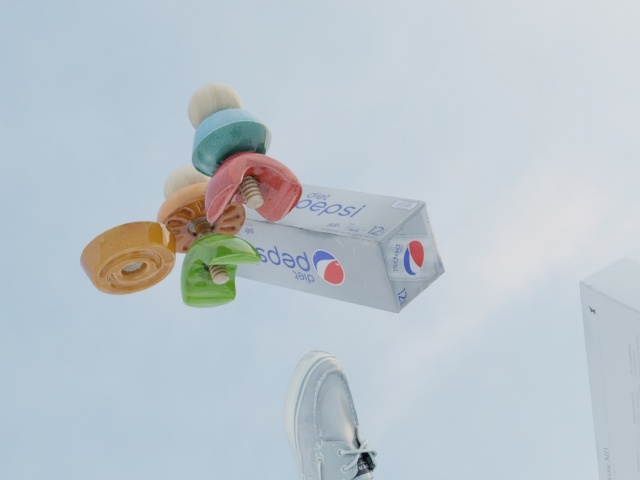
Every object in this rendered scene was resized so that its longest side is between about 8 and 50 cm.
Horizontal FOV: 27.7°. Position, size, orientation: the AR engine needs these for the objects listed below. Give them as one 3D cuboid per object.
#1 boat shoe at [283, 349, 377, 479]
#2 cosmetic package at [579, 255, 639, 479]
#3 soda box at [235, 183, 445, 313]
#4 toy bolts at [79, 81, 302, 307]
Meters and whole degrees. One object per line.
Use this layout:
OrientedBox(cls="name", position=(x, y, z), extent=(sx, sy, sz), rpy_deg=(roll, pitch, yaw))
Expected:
OrientedBox(cls="boat shoe", position=(0.022, 0.219, 1.255), extent=(0.079, 0.081, 0.227), rpy_deg=(-17, -72, -41))
OrientedBox(cls="cosmetic package", position=(0.473, 0.240, 1.662), extent=(0.097, 0.284, 0.377), rpy_deg=(-27, -58, -25))
OrientedBox(cls="soda box", position=(0.000, 0.000, 1.506), extent=(0.091, 0.286, 0.098), rpy_deg=(-39, -57, -35))
OrientedBox(cls="toy bolts", position=(-0.147, -0.058, 1.375), extent=(0.218, 0.158, 0.228), rpy_deg=(3, -39, -37))
